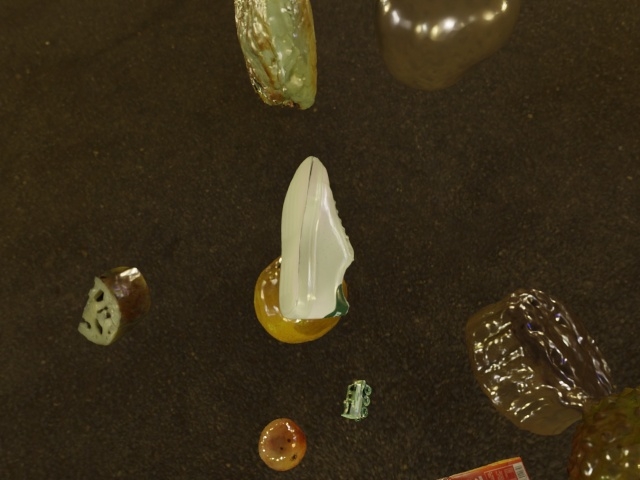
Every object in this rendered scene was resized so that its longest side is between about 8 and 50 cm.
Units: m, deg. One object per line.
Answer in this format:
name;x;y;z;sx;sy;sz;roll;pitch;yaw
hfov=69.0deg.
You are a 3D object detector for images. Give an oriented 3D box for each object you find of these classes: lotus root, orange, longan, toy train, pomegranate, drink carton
lotus root;-0.523;0.173;1.187;0.138;0.235;0.119;49;37;8
orange;-0.061;0.155;1.345;0.279;0.235;0.279;-23;31;15
longan;0.213;-0.383;0.802;0.245;0.246;0.215;10;73;17
toy train;0.074;0.326;0.957;0.033;0.053;0.083;-27;43;48
pomegranate;-0.149;0.786;1.794;0.191;0.191;0.191;-5;56;7
drink carton;0.241;0.402;0.736;0.096;0.222;0.071;-39;53;35

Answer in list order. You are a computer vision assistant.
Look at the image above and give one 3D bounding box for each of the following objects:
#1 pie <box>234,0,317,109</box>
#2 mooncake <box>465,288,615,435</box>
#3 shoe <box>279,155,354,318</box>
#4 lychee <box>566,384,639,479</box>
pie;-0.104;-0.506;1.089;0.180;0.418;0.396;-10;95;-7
mooncake;0.508;0.270;1.087;0.323;0.187;0.324;23;41;-22
shoe;0.000;0.000;0.750;0.110;0.095;0.265;15;71;-25
lychee;0.420;0.307;0.539;0.269;0.320;0.270;9;32;-5
